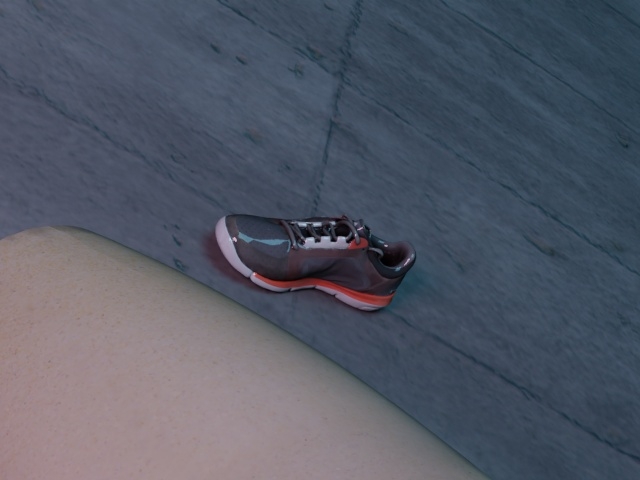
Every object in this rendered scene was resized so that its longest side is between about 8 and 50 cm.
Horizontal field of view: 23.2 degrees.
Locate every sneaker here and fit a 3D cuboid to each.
[{"bbox_3d":[0.000,0.000,1.092,0.158,0.065,0.061,14,42,-36],"label":"sneaker"}]

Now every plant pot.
[{"bbox_3d":[-0.081,0.122,0.743,0.256,0.256,0.274,-2,39,-46],"label":"plant pot"}]
